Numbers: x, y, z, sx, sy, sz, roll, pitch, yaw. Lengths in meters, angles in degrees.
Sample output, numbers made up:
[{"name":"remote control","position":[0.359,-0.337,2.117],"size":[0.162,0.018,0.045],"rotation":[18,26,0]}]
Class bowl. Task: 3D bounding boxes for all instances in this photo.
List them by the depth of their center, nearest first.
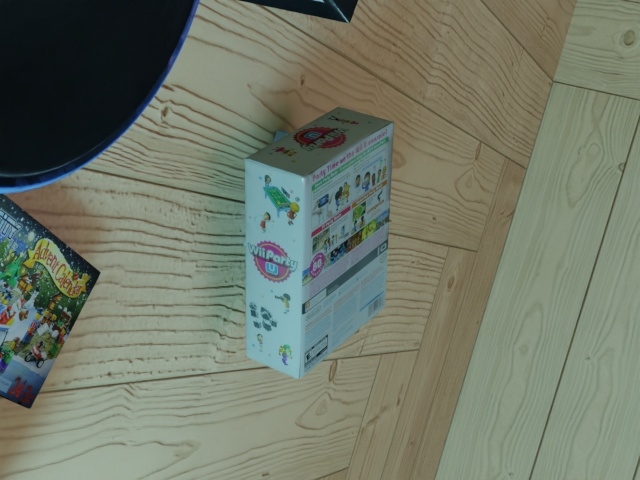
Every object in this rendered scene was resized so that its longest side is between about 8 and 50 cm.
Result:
[{"name":"bowl","position":[-0.194,-0.215,0.667],"size":[0.391,0.077,0.391],"rotation":[-51,151,-41]}]

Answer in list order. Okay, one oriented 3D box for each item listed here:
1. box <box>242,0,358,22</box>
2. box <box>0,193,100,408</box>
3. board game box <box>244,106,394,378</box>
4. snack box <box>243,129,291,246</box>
[{"name":"box","position":[-0.071,-0.327,0.936],"size":[0.103,0.261,0.184],"rotation":[26,82,-66]},{"name":"box","position":[-0.312,0.050,0.940],"size":[0.159,0.044,0.233],"rotation":[-65,155,-16]},{"name":"board game box","position":[0.000,0.000,1.361],"size":[0.224,0.097,0.303],"rotation":[-35,136,-48]},{"name":"snack box","position":[-0.017,-0.058,1.479],"size":[0.207,0.070,0.174],"rotation":[7,100,-64]}]
